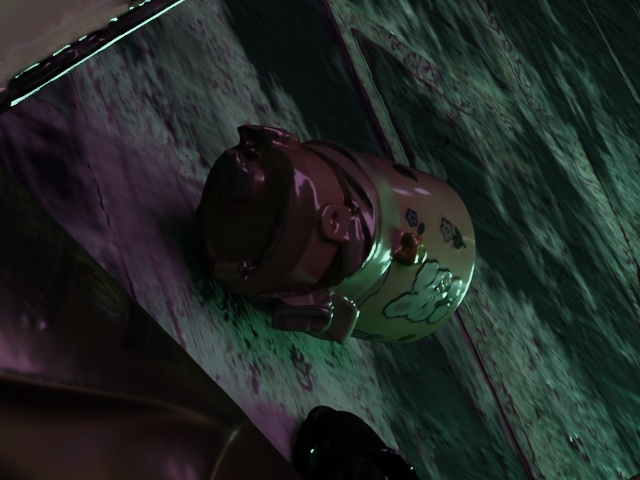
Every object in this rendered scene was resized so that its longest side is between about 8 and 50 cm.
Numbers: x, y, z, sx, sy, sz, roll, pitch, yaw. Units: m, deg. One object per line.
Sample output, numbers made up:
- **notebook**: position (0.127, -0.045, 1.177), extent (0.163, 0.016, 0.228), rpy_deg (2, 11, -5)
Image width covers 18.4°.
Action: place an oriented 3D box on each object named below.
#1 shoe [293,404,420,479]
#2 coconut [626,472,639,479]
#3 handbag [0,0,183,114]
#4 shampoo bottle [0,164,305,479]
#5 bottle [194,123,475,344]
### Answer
- **shoe**: position (0.021, 0.119, 0.848), extent (0.062, 0.053, 0.159), rpy_deg (44, 25, -17)
- **coconut**: position (0.190, 0.209, 0.820), extent (0.259, 0.259, 0.259), rpy_deg (45, 23, -24)
- **handbag**: position (-0.182, -0.109, 0.442), extent (0.237, 0.160, 0.358), rpy_deg (35, 39, 10)
- **shampoo bottle**: position (-0.130, 0.015, 0.634), extent (0.350, 0.084, 0.125), rpy_deg (46, 26, -22)
- **bottle**: position (-0.001, 0.000, 0.936), extent (0.152, 0.099, 0.099), rpy_deg (15, 44, -54)
